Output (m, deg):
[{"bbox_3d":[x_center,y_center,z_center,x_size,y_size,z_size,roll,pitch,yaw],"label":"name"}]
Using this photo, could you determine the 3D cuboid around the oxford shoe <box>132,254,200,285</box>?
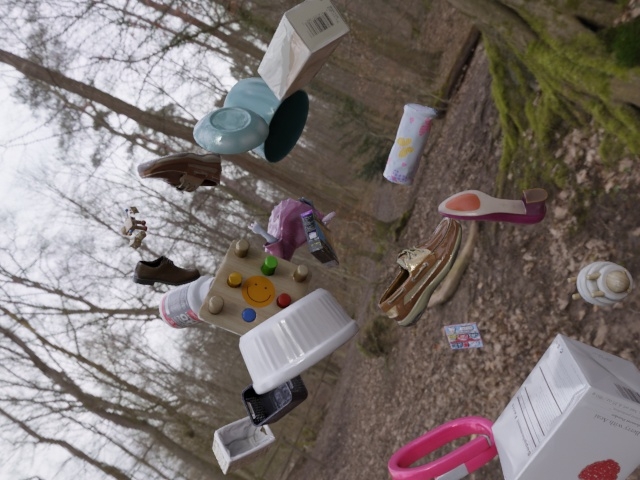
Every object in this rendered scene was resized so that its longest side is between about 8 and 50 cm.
[{"bbox_3d":[-0.523,0.103,1.549,0.227,0.083,0.096,4,-73,-35],"label":"oxford shoe"}]

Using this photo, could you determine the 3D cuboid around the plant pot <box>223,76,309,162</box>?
[{"bbox_3d":[-0.220,-0.475,1.687,0.293,0.235,0.293,-55,-15,-22],"label":"plant pot"}]

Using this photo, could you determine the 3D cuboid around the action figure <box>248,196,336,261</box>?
[{"bbox_3d":[-0.135,0.038,1.570,0.248,0.276,0.370,123,166,-58],"label":"action figure"}]

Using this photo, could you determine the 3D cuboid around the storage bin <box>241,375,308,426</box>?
[{"bbox_3d":[-0.142,0.474,1.375,0.180,0.122,0.084,-44,-31,21],"label":"storage bin"}]

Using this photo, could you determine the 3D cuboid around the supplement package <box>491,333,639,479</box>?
[{"bbox_3d":[0.514,0.378,0.913,0.175,0.178,0.293,-68,-1,-67],"label":"supplement package"}]

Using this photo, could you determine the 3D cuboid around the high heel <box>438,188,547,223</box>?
[{"bbox_3d":[0.635,-0.095,1.661,0.181,0.377,0.127,63,-150,-54],"label":"high heel"}]

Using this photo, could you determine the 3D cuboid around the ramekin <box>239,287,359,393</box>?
[{"bbox_3d":[-0.056,0.214,1.001,0.273,0.127,0.273,-32,-5,-3],"label":"ramekin"}]

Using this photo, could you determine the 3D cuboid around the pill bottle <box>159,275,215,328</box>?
[{"bbox_3d":[-0.493,0.244,1.810,0.319,0.176,0.176,-23,15,36],"label":"pill bottle"}]

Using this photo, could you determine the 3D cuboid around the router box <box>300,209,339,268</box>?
[{"bbox_3d":[0.000,0.000,1.394,0.046,0.133,0.179,-20,-24,11],"label":"router box"}]

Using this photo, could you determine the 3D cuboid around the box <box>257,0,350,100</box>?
[{"bbox_3d":[-0.059,-0.534,1.266,0.148,0.121,0.311,-39,8,-18],"label":"box"}]

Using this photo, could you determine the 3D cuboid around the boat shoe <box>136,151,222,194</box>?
[{"bbox_3d":[-0.414,-0.205,1.384,0.324,0.123,0.116,-20,-79,-58],"label":"boat shoe"}]

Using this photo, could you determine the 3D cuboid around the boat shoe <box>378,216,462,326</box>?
[{"bbox_3d":[0.270,0.076,1.223,0.324,0.120,0.122,-61,7,-3],"label":"boat shoe"}]

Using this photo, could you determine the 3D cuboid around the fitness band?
[{"bbox_3d":[0.303,0.514,1.096,0.291,0.054,0.209,-20,-6,-14],"label":"fitness band"}]

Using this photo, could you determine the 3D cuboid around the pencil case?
[{"bbox_3d":[0.303,-0.323,1.515,0.124,0.113,0.273,-31,-39,-57],"label":"pencil case"}]

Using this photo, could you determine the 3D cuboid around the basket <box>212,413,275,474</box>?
[{"bbox_3d":[-0.246,0.646,1.419,0.167,0.113,0.103,-10,-47,-37],"label":"basket"}]

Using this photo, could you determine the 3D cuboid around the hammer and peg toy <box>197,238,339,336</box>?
[{"bbox_3d":[-0.125,0.172,1.242,0.127,0.361,0.266,124,168,-57],"label":"hammer and peg toy"}]

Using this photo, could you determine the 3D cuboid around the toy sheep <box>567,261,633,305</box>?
[{"bbox_3d":[0.519,0.080,0.830,0.091,0.091,0.132,-58,-2,-5],"label":"toy sheep"}]

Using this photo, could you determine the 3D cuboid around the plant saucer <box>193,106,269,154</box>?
[{"bbox_3d":[-0.231,-0.298,1.152,0.195,0.195,0.037,-52,-21,-36],"label":"plant saucer"}]

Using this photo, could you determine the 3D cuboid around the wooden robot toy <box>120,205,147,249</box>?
[{"bbox_3d":[-0.651,-0.034,1.544,0.079,0.173,0.076,-35,-30,22],"label":"wooden robot toy"}]

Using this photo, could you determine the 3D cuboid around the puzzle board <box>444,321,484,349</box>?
[{"bbox_3d":[0.534,0.359,1.670,0.128,0.096,0.011,-17,5,38],"label":"puzzle board"}]
